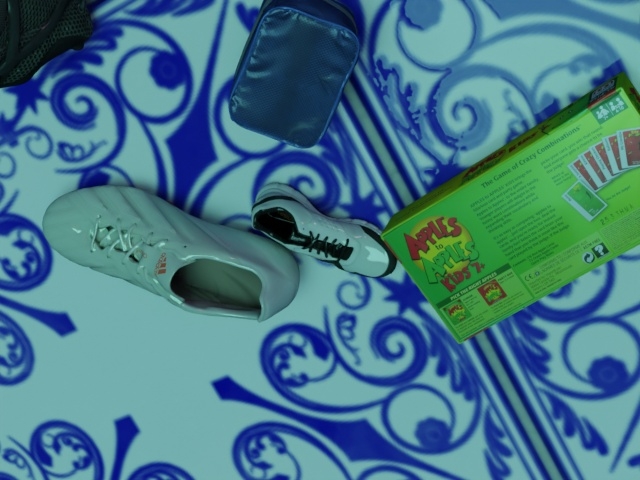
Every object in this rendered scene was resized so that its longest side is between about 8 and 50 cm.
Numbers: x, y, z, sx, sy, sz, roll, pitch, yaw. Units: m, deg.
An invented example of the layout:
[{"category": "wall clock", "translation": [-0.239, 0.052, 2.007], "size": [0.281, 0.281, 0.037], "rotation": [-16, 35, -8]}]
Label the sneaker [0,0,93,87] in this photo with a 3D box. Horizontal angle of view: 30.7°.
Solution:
[{"category": "sneaker", "translation": [-0.194, -0.202, 0.757], "size": [0.087, 0.130, 0.227], "rotation": [15, 88, 15]}]

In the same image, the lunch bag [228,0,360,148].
[{"category": "lunch bag", "translation": [-0.018, -0.110, 0.745], "size": [0.067, 0.065, 0.098], "rotation": [22, 116, -10]}]

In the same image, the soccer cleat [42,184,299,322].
[{"category": "soccer cleat", "translation": [-0.111, 0.009, 0.814], "size": [0.196, 0.076, 0.068], "rotation": [14, 115, 11]}]

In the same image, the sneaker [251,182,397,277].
[{"category": "sneaker", "translation": [0.000, 0.000, 0.797], "size": [0.109, 0.043, 0.040], "rotation": [24, 114, 4]}]

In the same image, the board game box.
[{"category": "board game box", "translation": [0.140, -0.018, 0.747], "size": [0.181, 0.043, 0.092], "rotation": [-32, 99, 25]}]
